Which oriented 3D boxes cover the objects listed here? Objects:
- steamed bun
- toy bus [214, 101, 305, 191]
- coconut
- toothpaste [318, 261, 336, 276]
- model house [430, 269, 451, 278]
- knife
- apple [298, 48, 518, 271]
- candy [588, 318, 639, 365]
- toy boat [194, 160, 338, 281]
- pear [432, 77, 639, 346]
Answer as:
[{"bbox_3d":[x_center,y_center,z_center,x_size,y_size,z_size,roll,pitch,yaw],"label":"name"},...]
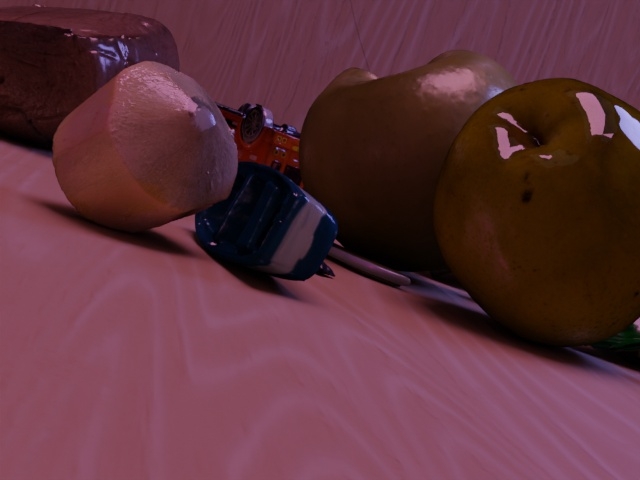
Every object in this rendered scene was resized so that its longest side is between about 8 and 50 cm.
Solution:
[{"bbox_3d":[-0.372,-0.219,1.658,0.301,0.199,0.251,11,19,26],"label":"steamed bun"},{"bbox_3d":[-0.127,-0.152,1.954,0.143,0.153,0.329,16,7,-38],"label":"toy bus"},{"bbox_3d":[-0.152,-0.084,1.080,0.152,0.147,0.147,-23,-25,39],"label":"coconut"},{"bbox_3d":[-0.011,0.020,1.272,0.027,0.019,0.083,35,-2,-35],"label":"toothpaste"},{"bbox_3d":[0.226,0.020,1.634,0.279,0.218,0.205,-90,155,-53],"label":"model house"},{"bbox_3d":[0.001,0.000,1.480,0.061,0.027,0.343,20,3,-36],"label":"knife"},{"bbox_3d":[0.117,-0.090,1.481,0.295,0.258,0.233,-6,17,20],"label":"apple"},{"bbox_3d":[0.383,0.109,1.408,0.141,0.078,0.203,20,0,12],"label":"candy"},{"bbox_3d":[-0.062,-0.021,1.138,0.061,0.096,0.299,28,-1,-21],"label":"toy boat"},{"bbox_3d":[0.258,-0.024,1.277,0.294,0.294,0.294,18,5,-2],"label":"pear"}]
